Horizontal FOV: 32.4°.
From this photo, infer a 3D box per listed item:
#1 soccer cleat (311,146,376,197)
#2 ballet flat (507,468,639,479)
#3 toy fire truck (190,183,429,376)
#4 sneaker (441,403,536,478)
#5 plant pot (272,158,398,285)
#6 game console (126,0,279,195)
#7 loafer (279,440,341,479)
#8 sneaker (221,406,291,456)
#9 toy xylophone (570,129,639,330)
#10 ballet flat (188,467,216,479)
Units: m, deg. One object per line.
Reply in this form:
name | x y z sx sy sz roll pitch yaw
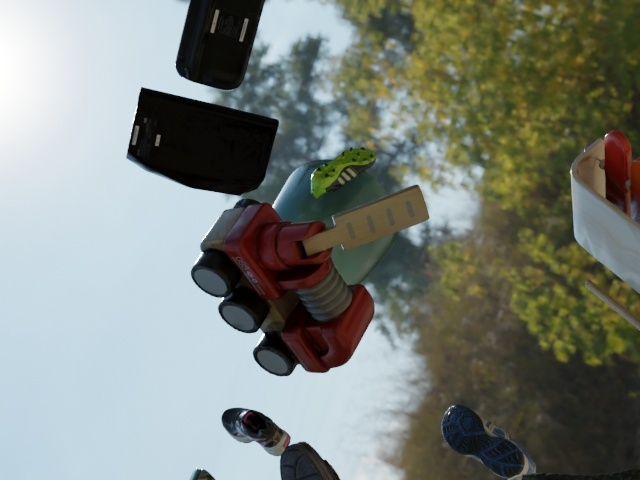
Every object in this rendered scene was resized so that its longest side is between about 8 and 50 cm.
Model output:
soccer cleat | 0.045 -0.146 2.344 0.179 0.060 0.072 -27 -31 -36
ballet flat | 0.294 0.283 1.242 0.049 0.173 0.058 -76 -16 -54
toy fire truck | 0.011 0.038 1.293 0.217 0.246 0.158 56 -132 -29
sneaker | 0.298 0.367 1.968 0.081 0.211 0.080 30 -85 -43
plant pot | 0.000 0.000 2.477 0.235 0.293 0.293 -54 -20 -49
game console | -0.150 -0.242 1.619 0.044 0.213 0.361 -99 24 -64
loafer | 0.016 0.529 2.164 0.109 0.303 0.095 -27 -3 30
sneaker | -0.134 0.353 2.140 0.072 0.178 0.077 -54 -50 -25
toy xylophone | 0.418 0.020 1.378 0.081 0.323 0.236 -29 -37 -14
ballet flat | -0.226 0.476 1.860 0.188 0.070 0.070 -60 -17 -28
